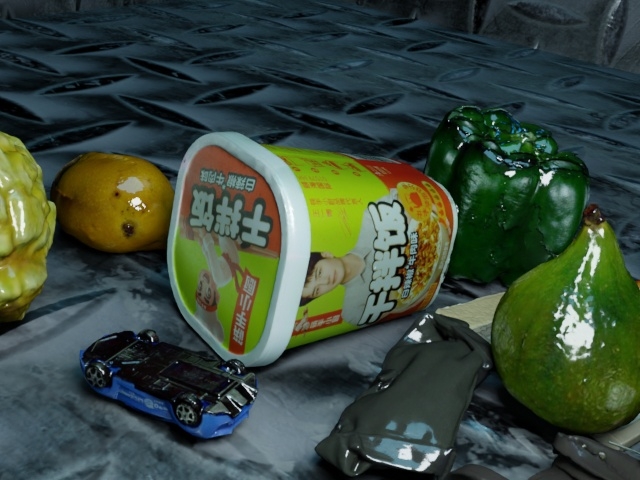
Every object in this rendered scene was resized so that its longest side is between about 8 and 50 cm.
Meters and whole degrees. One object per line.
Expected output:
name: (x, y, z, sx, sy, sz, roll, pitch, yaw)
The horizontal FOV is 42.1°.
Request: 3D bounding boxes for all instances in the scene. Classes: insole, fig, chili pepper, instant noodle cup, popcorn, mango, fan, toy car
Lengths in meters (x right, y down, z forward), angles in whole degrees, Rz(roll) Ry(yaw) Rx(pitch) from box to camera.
insole: (0.275, 0.099, 1.222, 0.247, 0.011, 0.081, -8, 30, -28)
fig: (0.311, 0.081, 0.949, 0.203, 0.235, 0.203, 14, 23, -6)
chili pepper: (0.267, -0.063, 1.280, 0.233, 0.257, 0.249, 6, 27, -15)
instant noodle cup: (0.000, 0.000, 1.094, 0.307, 0.294, 0.294, -5, 28, -37)
popcorn: (-0.464, -0.016, 1.001, 0.281, 0.247, 0.282, -2, 16, 0)
mango: (-0.318, -0.064, 1.256, 0.166, 0.136, 0.236, -12, 27, -29)
fan: (0.341, 0.224, 0.830, 0.085, 0.005, 0.133, 24, -3, -32)
toy car: (-0.172, 0.158, 0.921, 0.216, 0.063, 0.103, 14, 25, 25)

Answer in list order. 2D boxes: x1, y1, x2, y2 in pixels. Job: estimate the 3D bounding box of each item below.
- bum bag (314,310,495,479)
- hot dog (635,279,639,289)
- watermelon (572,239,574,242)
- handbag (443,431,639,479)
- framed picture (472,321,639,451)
bum bag: (0.117, 0.180, 0.948, 0.142, 0.080, 0.326, 12, 29, 25)
hot dog: (0.470, 0.078, 1.203, 0.144, 0.062, 0.038, -3, 52, -20)
watermelon: (0.388, -0.011, 1.364, 0.071, 0.139, 0.187, 29, 14, -28)
handbag: (0.255, 0.275, 0.755, 0.285, 0.114, 0.257, -10, 24, -31)
framed picture: (0.395, 0.152, 1.125, 0.335, 0.022, 0.247, -13, 36, -37)
